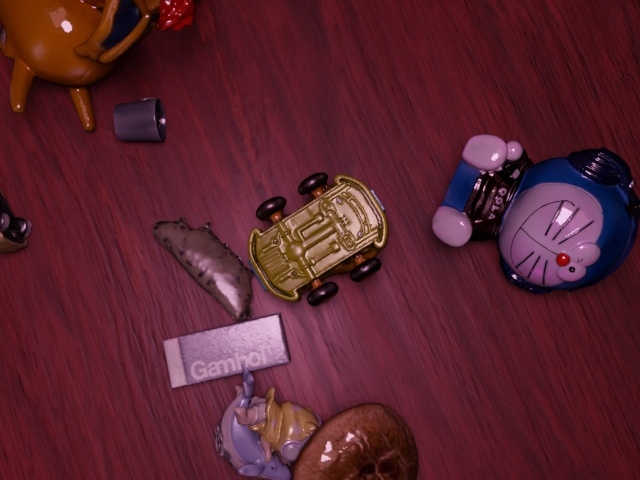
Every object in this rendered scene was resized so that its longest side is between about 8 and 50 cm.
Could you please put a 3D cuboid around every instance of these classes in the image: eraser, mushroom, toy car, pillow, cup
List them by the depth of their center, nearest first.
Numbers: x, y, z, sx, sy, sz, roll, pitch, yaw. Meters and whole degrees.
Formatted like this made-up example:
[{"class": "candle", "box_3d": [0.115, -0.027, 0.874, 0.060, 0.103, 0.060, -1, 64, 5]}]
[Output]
[{"class": "mushroom", "box_3d": [0.050, 0.392, 1.045, 0.278, 0.146, 0.278, -16, 118, -33]}, {"class": "toy car", "box_3d": [0.000, 0.000, 1.131, 0.248, 0.142, 0.200, -28, 84, 4]}, {"class": "toy car", "box_3d": [-0.626, -0.079, 1.141, 0.124, 0.101, 0.257, -31, 83, -1]}, {"class": "eraser", "box_3d": [-0.164, 0.195, 1.146, 0.212, 0.046, 0.092, -13, 83, -4]}, {"class": "pillow", "box_3d": [-0.195, 0.036, 1.163, 0.241, 0.051, 0.093, 45, 74, 8]}, {"class": "cup", "box_3d": [-0.330, -0.227, 1.190, 0.077, 0.078, 0.100, -3, 48, 2]}]

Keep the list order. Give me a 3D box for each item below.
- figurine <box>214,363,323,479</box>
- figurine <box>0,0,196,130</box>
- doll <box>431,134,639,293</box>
[{"class": "figurine", "box_3d": [-0.089, 0.312, 1.086, 0.184, 0.128, 0.208, -17, 101, -7]}, {"class": "figurine", "box_3d": [-0.374, -0.395, 1.072, 0.387, 0.401, 0.268, -35, 124, 26]}, {"class": "doll", "box_3d": [0.376, -0.045, 1.111, 0.310, 0.240, 0.284, 27, 123, 15]}]
